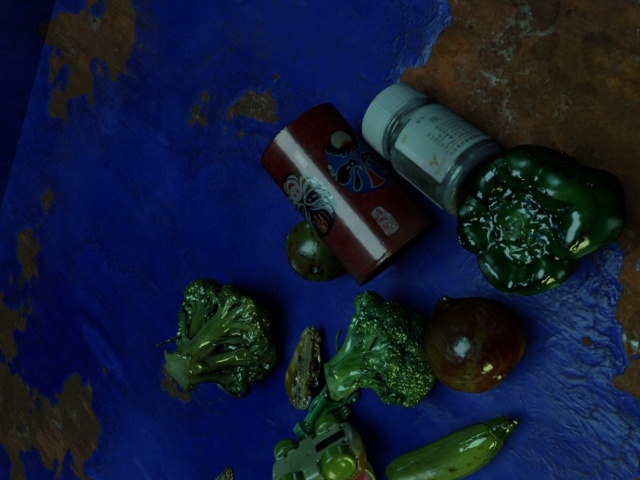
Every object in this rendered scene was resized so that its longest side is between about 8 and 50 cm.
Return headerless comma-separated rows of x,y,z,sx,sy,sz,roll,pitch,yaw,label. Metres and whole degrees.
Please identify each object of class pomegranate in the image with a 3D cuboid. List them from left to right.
0.000,0.000,1.592,0.159,0.159,0.205,-25,46,38,pomegranate

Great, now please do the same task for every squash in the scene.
0.267,0.433,1.401,0.341,0.094,0.095,-37,68,34,squash

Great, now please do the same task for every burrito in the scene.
-0.281,0.680,1.911,0.149,0.041,0.055,-52,46,29,burrito

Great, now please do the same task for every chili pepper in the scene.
0.379,-0.044,1.190,0.248,0.256,0.233,-43,69,34,chili pepper

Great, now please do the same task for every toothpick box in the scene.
0.054,-0.095,1.449,0.333,0.204,0.204,51,122,9,toothpick box

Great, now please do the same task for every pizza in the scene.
-0.033,0.297,1.666,0.154,0.069,0.194,-132,58,-77,pizza

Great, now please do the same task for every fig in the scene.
0.285,0.187,1.324,0.205,0.205,0.205,1,92,41,fig

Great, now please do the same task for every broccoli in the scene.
-0.267,0.242,1.738,0.303,0.283,0.322,15,119,29,broccoli
0.120,0.237,1.437,0.241,0.269,0.262,-22,99,5,broccoli

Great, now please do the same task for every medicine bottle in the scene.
0.220,-0.184,1.379,0.273,0.165,0.165,46,119,34,medicine bottle

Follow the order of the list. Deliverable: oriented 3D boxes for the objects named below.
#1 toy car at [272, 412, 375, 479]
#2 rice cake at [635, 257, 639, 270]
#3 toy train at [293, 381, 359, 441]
0.020,0.527,1.542,0.145,0.235,0.235,-107,37,-66,toy car
0.571,-0.079,1.136,0.051,0.081,0.291,19,103,52,rice cake
0.017,0.386,1.609,0.071,0.104,0.178,45,118,35,toy train
